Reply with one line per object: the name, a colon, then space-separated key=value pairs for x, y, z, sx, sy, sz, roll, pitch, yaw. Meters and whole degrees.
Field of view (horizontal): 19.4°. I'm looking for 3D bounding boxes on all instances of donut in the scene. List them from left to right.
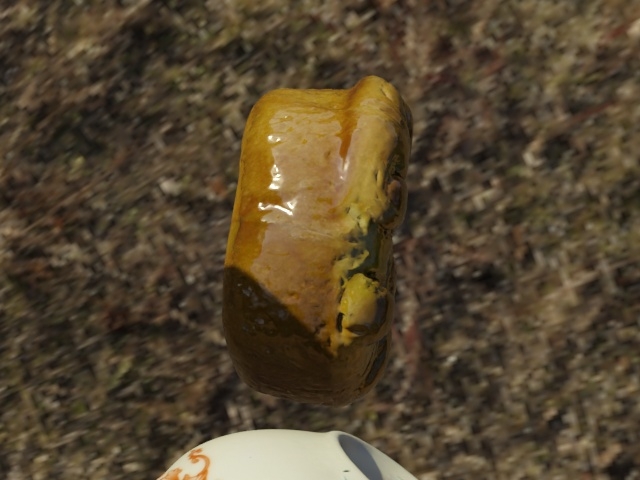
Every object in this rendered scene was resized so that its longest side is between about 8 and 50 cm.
donut: x=0.000 y=0.002 z=1.261 sx=0.114 sy=0.226 sz=0.226 roll=4 pitch=72 yaw=3

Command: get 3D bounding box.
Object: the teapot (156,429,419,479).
teapot: x=0.014 y=0.149 z=0.768 sx=0.245 sy=0.159 sz=0.116 roll=38 pitch=83 yaw=-11
